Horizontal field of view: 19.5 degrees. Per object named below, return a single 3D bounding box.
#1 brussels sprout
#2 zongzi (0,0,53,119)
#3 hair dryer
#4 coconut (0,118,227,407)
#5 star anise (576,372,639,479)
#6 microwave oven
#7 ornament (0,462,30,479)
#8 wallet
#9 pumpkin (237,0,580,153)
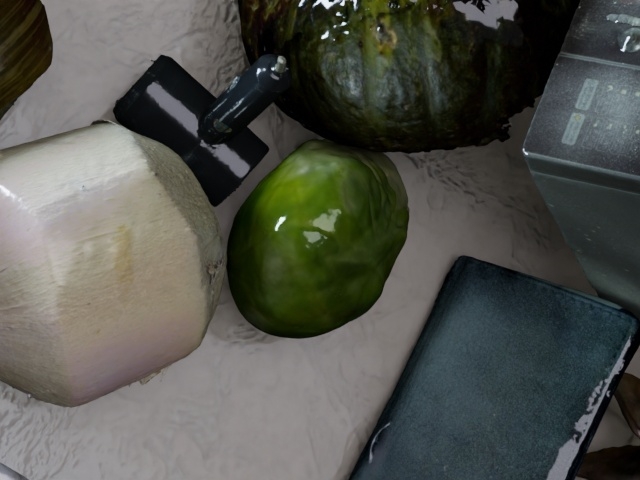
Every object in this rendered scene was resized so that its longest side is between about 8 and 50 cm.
[{"bbox_3d":[-0.005,-0.001,1.542,0.181,0.144,0.161,-26,126,-53],"label":"brussels sprout"},{"bbox_3d":[-0.320,-0.097,1.368,0.286,0.288,0.134,-44,98,-4],"label":"zongzi"},{"bbox_3d":[-0.079,-0.111,1.497,0.124,0.219,0.071,42,61,-10],"label":"hair dryer"},{"bbox_3d":[-0.202,0.021,1.458,0.234,0.224,0.224,-31,94,-18],"label":"coconut"},{"bbox_3d":[0.340,0.204,1.586,0.088,0.288,0.288,-29,94,-53],"label":"star anise"},{"bbox_3d":[0.381,-0.157,1.513,0.236,0.374,0.432,14,70,29],"label":"microwave oven"},{"bbox_3d":[-0.279,0.288,1.390,0.239,0.240,0.239,34,77,-10],"label":"ornament"},{"bbox_3d":[0.116,0.202,1.567,0.191,0.046,0.379,21,77,26],"label":"wallet"},{"bbox_3d":[0.082,-0.214,1.520,0.320,0.320,0.192,-48,133,-15],"label":"pumpkin"}]
